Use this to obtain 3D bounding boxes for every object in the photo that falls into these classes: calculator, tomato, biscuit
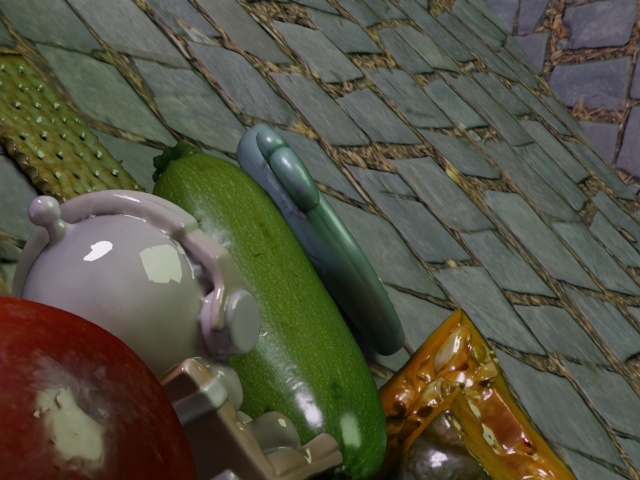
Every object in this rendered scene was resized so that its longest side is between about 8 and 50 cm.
[{"bbox_3d":[0.000,0.000,1.574,0.184,0.042,0.295,54,-3,29],"label":"calculator"},{"bbox_3d":[-0.141,0.101,1.014,0.228,0.112,0.199,30,38,-20],"label":"tomato"},{"bbox_3d":[-0.205,-0.076,1.495,0.203,0.016,0.144,48,19,14],"label":"biscuit"}]

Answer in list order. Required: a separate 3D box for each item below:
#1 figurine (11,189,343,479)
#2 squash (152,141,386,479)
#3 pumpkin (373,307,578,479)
[{"bbox_3d":[-0.097,0.069,1.183,0.237,0.162,0.141,56,29,-1],"label":"figurine"},{"bbox_3d":[-0.043,0.054,1.405,0.107,0.107,0.395,28,20,-39],"label":"squash"},{"bbox_3d":[0.076,0.160,1.381,0.190,0.139,0.280,25,24,-46],"label":"pumpkin"}]
